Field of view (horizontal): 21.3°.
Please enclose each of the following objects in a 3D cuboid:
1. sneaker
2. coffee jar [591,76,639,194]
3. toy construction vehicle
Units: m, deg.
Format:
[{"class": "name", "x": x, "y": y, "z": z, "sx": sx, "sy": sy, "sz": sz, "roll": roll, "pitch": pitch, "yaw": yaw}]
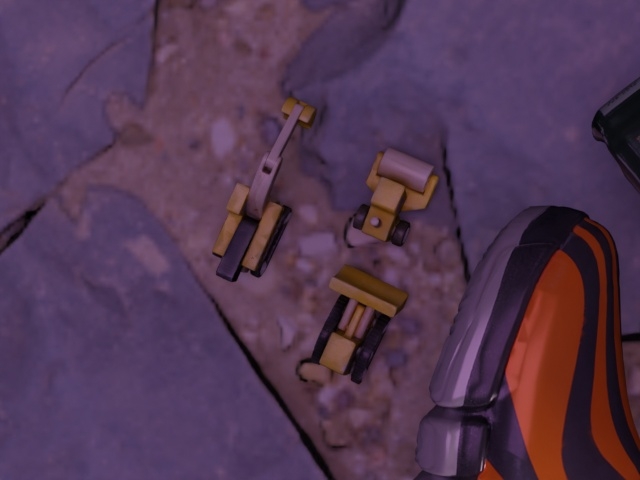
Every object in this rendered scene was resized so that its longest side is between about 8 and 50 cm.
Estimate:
[{"class": "sneaker", "x": 0.129, "y": 0.151, "z": 0.635, "sx": 0.180, "sy": 0.124, "sz": 0.321, "roll": 8, "pitch": 103, "yaw": 23}, {"class": "coffee jar", "x": 0.202, "y": -0.068, "z": 0.650, "sx": 0.184, "sy": 0.079, "sz": 0.096, "roll": -40, "pitch": 80, "yaw": 10}, {"class": "toy construction vehicle", "x": 0.000, "y": 0.000, "z": 0.713, "sx": 0.086, "sy": 0.035, "sz": 0.098, "roll": 28, "pitch": 96, "yaw": 10}]
